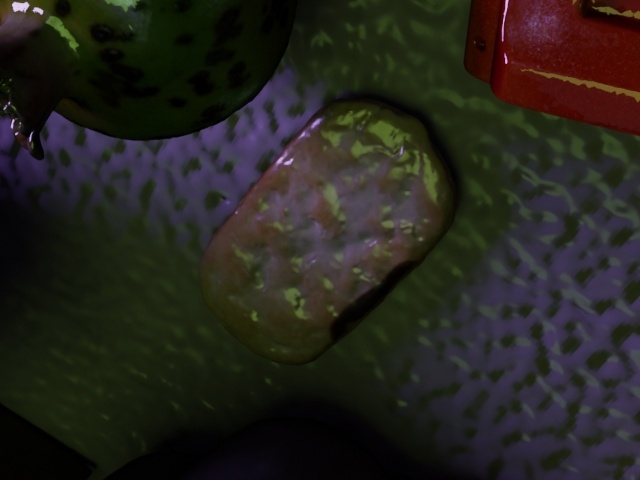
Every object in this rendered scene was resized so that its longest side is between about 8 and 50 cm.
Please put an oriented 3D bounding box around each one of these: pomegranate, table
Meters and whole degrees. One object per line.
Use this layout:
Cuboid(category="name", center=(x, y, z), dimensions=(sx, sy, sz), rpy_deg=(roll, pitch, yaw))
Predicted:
Cuboid(category="pomegranate", center=(-0.077, -0.080, 0.465), dimensions=(0.122, 0.161, 0.122), rpy_deg=(28, 143, 23))
Cuboid(category="table", center=(-0.176, 0.146, 0.697), dimensions=(0.070, 0.083, 0.082), rpy_deg=(33, 135, 9))

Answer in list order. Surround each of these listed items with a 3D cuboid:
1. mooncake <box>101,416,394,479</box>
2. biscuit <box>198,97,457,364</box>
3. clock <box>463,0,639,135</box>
Cuboid(category="mooncake", center=(-0.021, 0.224, 0.620), dimensions=(0.306, 0.154, 0.306), rpy_deg=(12, 123, 19))
Cuboid(category="biscuit", center=(0.000, 0.000, 0.557), dimensions=(0.071, 0.018, 0.147), rpy_deg=(43, 130, 1))
Cuboid(category="clock", center=(0.103, -0.109, 0.412), dimensions=(0.113, 0.061, 0.155), rpy_deg=(16, 123, 18))
